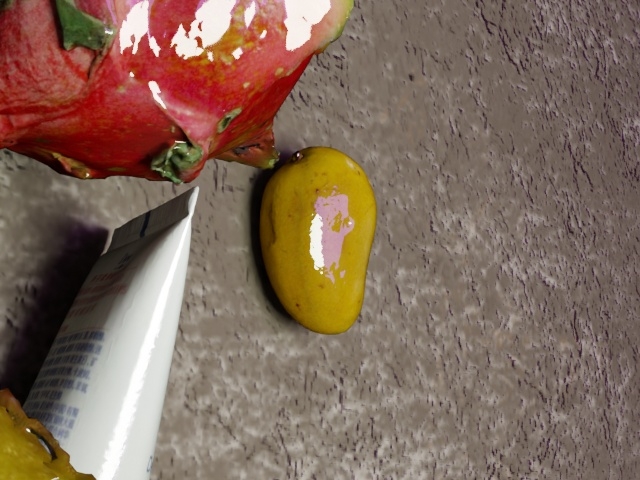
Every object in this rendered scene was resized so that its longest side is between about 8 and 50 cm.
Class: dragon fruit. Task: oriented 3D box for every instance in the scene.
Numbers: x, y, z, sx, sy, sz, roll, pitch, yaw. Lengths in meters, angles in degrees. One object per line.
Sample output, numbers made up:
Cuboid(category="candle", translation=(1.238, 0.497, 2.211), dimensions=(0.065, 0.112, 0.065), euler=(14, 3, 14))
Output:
Cuboid(category="dragon fruit", translation=(-0.091, -0.113, 0.709), dimensions=(0.269, 0.200, 0.198), euler=(-102, 170, -79))

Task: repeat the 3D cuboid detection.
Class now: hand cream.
Cuboid(category="hand cream", translation=(-0.115, 0.098, 0.689), dimensions=(0.083, 0.133, 0.248), euler=(22, 75, -22))

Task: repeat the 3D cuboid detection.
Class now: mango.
Cuboid(category="mango", translation=(0.000, 0.000, 0.873), dimensions=(0.080, 0.060, 0.114), euler=(-9, 96, -48))

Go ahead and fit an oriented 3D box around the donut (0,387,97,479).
Cuboid(category="donut", translation=(-0.172, 0.157, 0.520), dimensions=(0.272, 0.107, 0.272), euler=(22, 34, -15))
